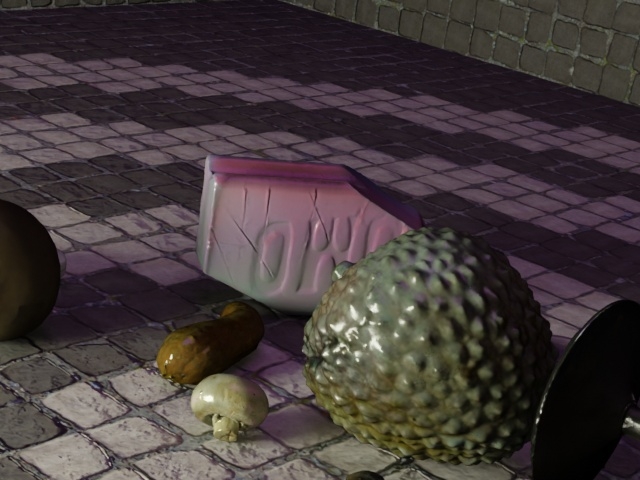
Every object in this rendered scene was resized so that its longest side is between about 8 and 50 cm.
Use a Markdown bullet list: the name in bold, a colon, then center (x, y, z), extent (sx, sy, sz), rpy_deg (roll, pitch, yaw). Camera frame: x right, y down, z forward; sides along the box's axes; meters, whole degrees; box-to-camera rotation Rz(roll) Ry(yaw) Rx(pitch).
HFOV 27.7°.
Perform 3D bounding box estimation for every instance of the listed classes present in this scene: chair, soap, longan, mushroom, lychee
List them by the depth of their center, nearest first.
- **chair**: center (0.420, 0.228, 1.211), extent (0.401, 0.227, 0.226), rpy_deg (25, 25, 36)
- **lychee**: center (0.114, 0.116, 1.368), extent (0.255, 0.255, 0.274), rpy_deg (-17, 61, -50)
- **mushroom**: center (-0.096, 0.176, 1.375), extent (0.083, 0.083, 0.067), rpy_deg (9, 62, 2)
- **longan**: center (-0.394, 0.033, 1.509), extent (0.189, 0.189, 0.189), rpy_deg (7, 20, -3)
- **soap**: center (0.000, 0.000, 1.721), extent (0.323, 0.193, 0.109), rpy_deg (3, 22, -16)

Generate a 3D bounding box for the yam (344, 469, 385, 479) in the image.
- **yam**: center (0.009, 0.277, 1.156), extent (0.061, 0.061, 0.274), rpy_deg (13, 19, 13)

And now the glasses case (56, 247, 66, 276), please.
- **glasses case**: center (-0.425, 0.030, 1.675), extent (0.193, 0.049, 0.074), rpy_deg (-3, 22, -26)

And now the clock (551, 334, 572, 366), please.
- **clock**: center (0.274, 0.162, 1.588), extent (0.110, 0.050, 0.152), rpy_deg (15, 20, 18)

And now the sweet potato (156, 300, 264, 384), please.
- **sweet potato**: center (-0.119, 0.115, 1.554), extent (0.081, 0.062, 0.233), rpy_deg (13, 17, 18)
